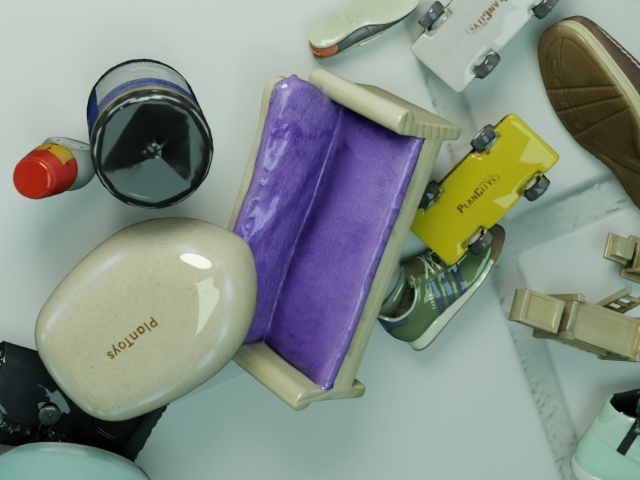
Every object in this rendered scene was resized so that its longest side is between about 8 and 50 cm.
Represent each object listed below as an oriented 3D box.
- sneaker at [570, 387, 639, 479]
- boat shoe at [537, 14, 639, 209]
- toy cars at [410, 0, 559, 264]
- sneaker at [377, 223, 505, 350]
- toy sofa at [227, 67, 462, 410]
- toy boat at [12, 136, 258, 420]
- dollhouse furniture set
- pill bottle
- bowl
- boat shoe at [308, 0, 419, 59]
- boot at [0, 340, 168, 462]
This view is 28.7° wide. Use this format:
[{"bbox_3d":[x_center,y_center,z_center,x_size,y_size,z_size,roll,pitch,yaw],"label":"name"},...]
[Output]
[{"bbox_3d":[0.478,0.272,1.671,0.255,0.094,0.151,8,124,-13],"label":"sneaker"},{"bbox_3d":[0.393,-0.151,1.509,0.342,0.123,0.123,47,65,-17],"label":"boat shoe"},{"bbox_3d":[0.193,-0.166,1.460,0.176,0.087,0.394,3,107,8],"label":"toy cars"},{"bbox_3d":[0.141,0.045,1.539,0.086,0.064,0.192,29,105,-26],"label":"sneaker"},{"bbox_3d":[0.000,0.000,1.411,0.177,0.150,0.363,2,113,-47],"label":"toy sofa"},{"bbox_3d":[-0.217,0.024,1.368,0.267,0.148,0.318,-32,97,12],"label":"toy boat"},{"bbox_3d":[0.325,0.052,1.589,0.182,0.101,0.161,20,81,-18],"label":"dollhouse furniture set"},{"bbox_3d":[-0.185,-0.123,1.320,0.122,0.219,0.123,-4,111,-11],"label":"pill bottle"},{"bbox_3d":[-0.301,0.345,1.465,0.311,0.163,0.311,4,147,3],"label":"bowl"},{"bbox_3d":[0.049,-0.247,1.422,0.137,0.049,0.043,-27,156,-4],"label":"boat shoe"},{"bbox_3d":[-0.284,0.159,1.472,0.207,0.094,0.246,21,111,-23],"label":"boot"}]
